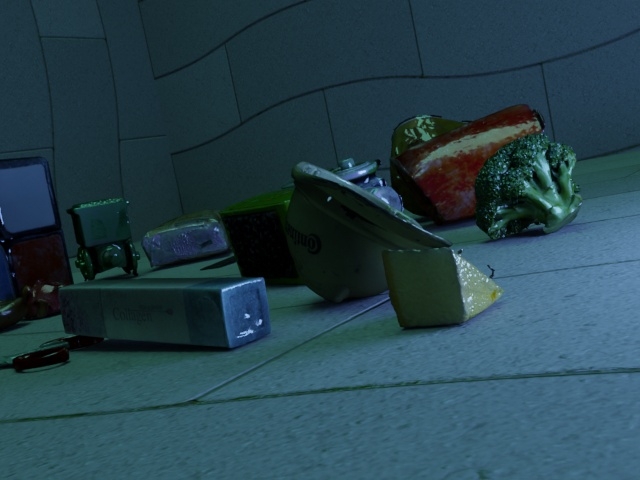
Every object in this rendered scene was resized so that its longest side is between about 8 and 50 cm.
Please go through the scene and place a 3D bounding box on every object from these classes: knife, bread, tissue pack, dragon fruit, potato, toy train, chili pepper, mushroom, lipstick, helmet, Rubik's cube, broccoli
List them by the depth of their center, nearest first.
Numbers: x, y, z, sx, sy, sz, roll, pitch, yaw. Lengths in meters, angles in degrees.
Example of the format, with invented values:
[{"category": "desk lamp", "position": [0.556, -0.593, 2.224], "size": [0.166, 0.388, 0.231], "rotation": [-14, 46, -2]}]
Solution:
[{"category": "bread", "position": [0.126, 0.033, 0.787], "size": [0.084, 0.080, 0.109], "rotation": [-5, 10, 37]}, {"category": "lipstick", "position": [-0.194, 0.081, 0.961], "size": [0.317, 0.066, 0.068], "rotation": [-3, 8, 42]}, {"category": "helmet", "position": [0.034, 0.008, 0.991], "size": [0.204, 0.137, 0.257], "rotation": [27, 6, -13]}, {"category": "broccoli", "position": [0.323, -0.076, 1.270], "size": [0.195, 0.156, 0.195], "rotation": [-36, -22, -17]}, {"category": "toy train", "position": [-0.019, -0.024, 1.359], "size": [0.248, 0.174, 0.307], "rotation": [-25, 11, -31]}, {"category": "mushroom", "position": [-0.576, 0.135, 1.433], "size": [0.123, 0.052, 0.123], "rotation": [-13, 11, 2]}, {"category": "dragon fruit", "position": [-0.508, 0.105, 1.534], "size": [0.126, 0.068, 0.112], "rotation": [-7, 6, 30]}, {"category": "Rubik's cube", "position": [-0.729, 0.017, 1.626], "size": [0.318, 0.316, 0.313], "rotation": [-7, 6, 32]}, {"category": "chili pepper", "position": [0.324, -0.130, 1.682], "size": [0.305, 0.229, 0.251], "rotation": [-23, 33, 5]}, {"category": "knife", "position": [-0.186, 0.034, 1.891], "size": [0.072, 0.019, 0.245], "rotation": [-10, 7, 34]}, {"category": "potato", "position": [0.306, -0.147, 1.920], "size": [0.299, 0.196, 0.246], "rotation": [9, -33, -5]}, {"category": "toy train", "position": [-0.539, 0.000, 2.023], "size": [0.145, 0.202, 0.266], "rotation": [-11, 5, -21]}, {"category": "tissue pack", "position": [-0.337, -0.010, 2.146], "size": [0.215, 0.123, 0.257], "rotation": [-13, 4, 3]}]

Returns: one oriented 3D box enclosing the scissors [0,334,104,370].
[{"category": "scissors", "position": [-0.411, 0.155, 1.037], "size": [0.247, 0.017, 0.144], "rotation": [-12, 4, 10]}]
